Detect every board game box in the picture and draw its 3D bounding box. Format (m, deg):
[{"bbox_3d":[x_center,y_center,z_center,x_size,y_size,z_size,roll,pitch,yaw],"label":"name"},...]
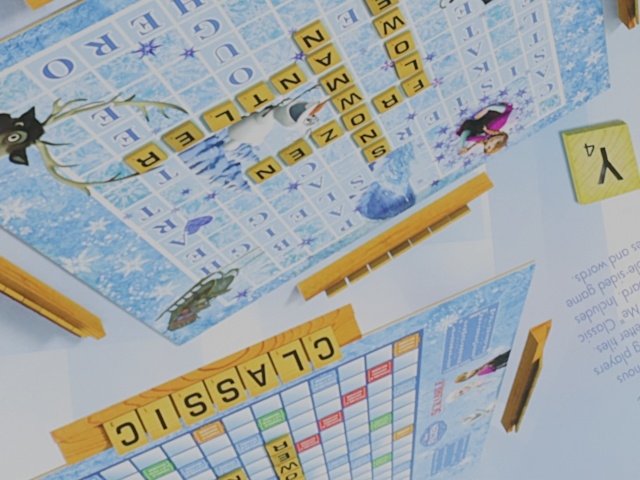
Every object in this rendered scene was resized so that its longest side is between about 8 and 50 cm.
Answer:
[{"bbox_3d":[0.000,0.000,0.527,0.319,0.066,0.318,-26,86,-18],"label":"board game box"}]
